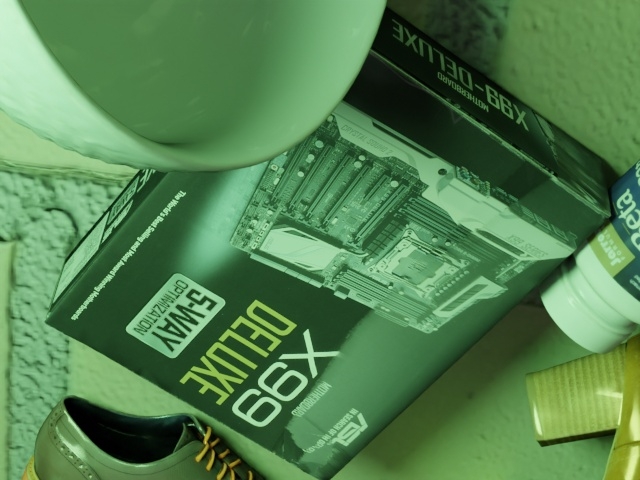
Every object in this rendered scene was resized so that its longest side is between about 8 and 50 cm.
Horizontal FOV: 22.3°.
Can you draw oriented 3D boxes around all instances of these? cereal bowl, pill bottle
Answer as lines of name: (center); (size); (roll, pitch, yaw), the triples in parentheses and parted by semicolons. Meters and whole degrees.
cereal bowl: (-0.103, -0.202, 0.819); (0.141, 0.339, 0.339); (4, 131, 35)
pill bottle: (0.223, -0.003, 1.053); (0.094, 0.094, 0.169); (33, 121, -18)

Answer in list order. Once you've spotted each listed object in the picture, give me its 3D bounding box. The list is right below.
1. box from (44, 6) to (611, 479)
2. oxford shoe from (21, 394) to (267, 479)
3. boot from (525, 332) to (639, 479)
box: (0.000, 0.000, 1.083); (0.242, 0.076, 0.307); (33, 121, -18)
oxford shoe: (-0.086, 0.193, 1.220); (0.271, 0.097, 0.098); (17, 119, -7)
boot: (0.269, 0.203, 1.115); (0.211, 0.104, 0.295); (-11, 82, 10)
